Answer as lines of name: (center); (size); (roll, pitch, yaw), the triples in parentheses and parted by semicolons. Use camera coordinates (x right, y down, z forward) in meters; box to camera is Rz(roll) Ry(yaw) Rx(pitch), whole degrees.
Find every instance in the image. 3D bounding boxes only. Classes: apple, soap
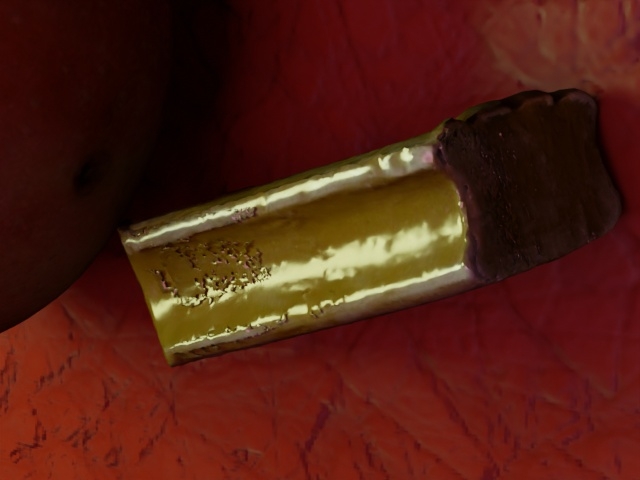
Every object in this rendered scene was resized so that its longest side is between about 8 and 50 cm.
apple: (-0.245, -0.109, 0.856); (0.348, 0.277, 0.348); (-7, 79, 39)
soap: (0.000, 0.000, 0.799); (0.257, 0.160, 0.080); (-17, 91, 37)
